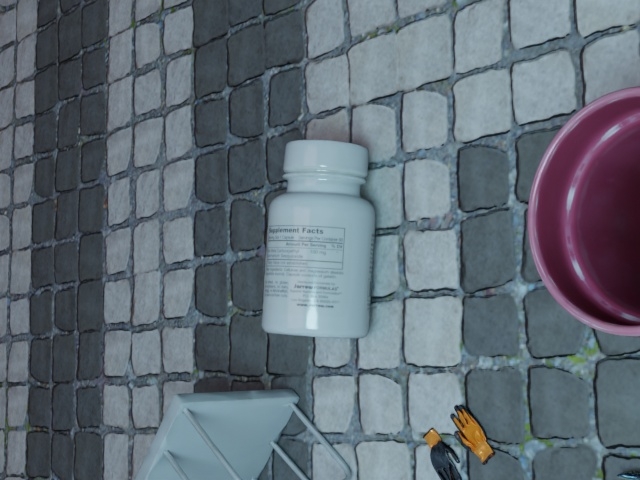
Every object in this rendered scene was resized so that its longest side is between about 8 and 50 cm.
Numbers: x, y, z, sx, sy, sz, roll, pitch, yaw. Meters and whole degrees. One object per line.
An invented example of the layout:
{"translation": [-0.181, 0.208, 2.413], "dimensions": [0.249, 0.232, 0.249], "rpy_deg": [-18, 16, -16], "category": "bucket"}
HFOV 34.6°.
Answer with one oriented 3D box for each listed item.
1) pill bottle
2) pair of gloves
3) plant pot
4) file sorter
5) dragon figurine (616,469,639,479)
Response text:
{"translation": [0.000, 0.000, 1.237], "dimensions": [0.131, 0.131, 0.229], "rpy_deg": [0, 85, 47], "category": "pill bottle"}
{"translation": [0.150, 0.228, 1.136], "dimensions": [0.083, 0.010, 0.074], "rpy_deg": [-51, 52, 31], "category": "pair of gloves"}
{"translation": [0.308, -0.017, 0.875], "dimensions": [0.201, 0.180, 0.201], "rpy_deg": [-7, 81, 46], "category": "plant pot"}
{"translation": [-0.113, 0.347, 1.272], "dimensions": [0.173, 0.193, 0.277], "rpy_deg": [42, 115, 38], "category": "file sorter"}
{"translation": [0.345, 0.139, 0.861], "dimensions": [0.289, 0.085, 0.144], "rpy_deg": [136, 124, -71], "category": "dragon figurine"}
